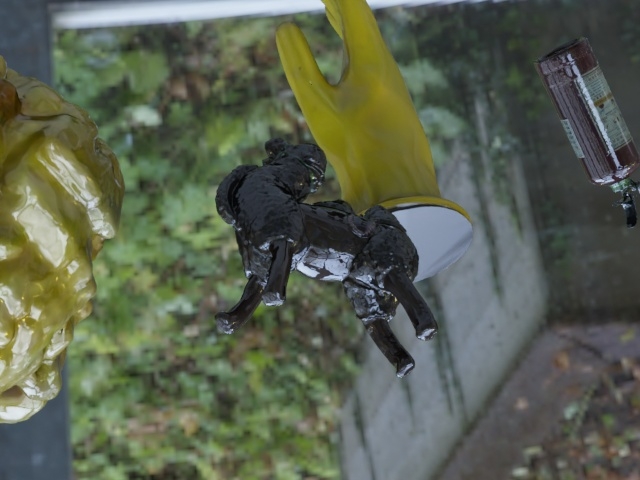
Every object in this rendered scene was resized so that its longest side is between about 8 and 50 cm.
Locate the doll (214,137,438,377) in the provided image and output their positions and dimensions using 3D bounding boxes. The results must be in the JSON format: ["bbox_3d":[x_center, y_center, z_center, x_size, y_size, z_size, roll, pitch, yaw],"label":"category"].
[{"bbox_3d":[0.000,0.000,0.925,0.139,0.165,0.057,12,135,-10],"label":"doll"}]

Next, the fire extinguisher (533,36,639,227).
[{"bbox_3d":[0.333,-0.126,1.783,0.071,0.231,0.099,-22,-173,26],"label":"fire extinguisher"}]

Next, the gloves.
[{"bbox_3d":[0.035,-0.114,1.258,0.116,0.294,0.133,-14,149,-2],"label":"gloves"}]

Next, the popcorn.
[{"bbox_3d":[-0.270,0.017,1.134,0.225,0.265,0.332,9,125,3],"label":"popcorn"}]
